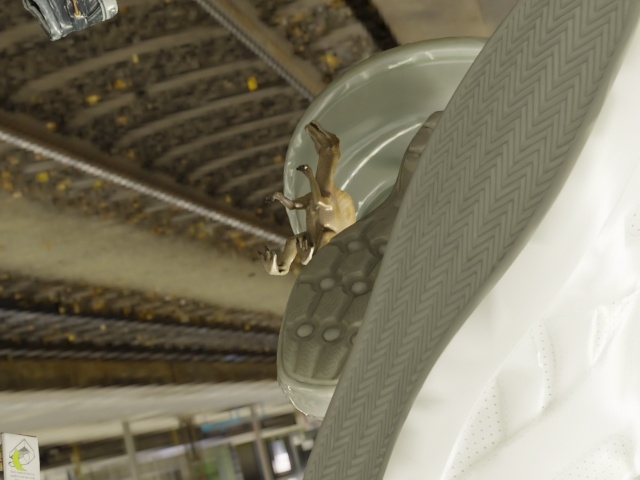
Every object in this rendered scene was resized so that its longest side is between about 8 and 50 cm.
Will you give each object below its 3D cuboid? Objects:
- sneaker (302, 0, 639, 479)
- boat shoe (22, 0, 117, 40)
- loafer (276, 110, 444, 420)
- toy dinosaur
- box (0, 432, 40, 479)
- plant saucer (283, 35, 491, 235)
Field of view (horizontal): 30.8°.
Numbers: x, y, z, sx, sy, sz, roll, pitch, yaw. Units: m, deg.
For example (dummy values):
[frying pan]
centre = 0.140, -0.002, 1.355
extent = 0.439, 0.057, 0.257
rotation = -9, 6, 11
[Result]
[sneaker]
centre = 0.113, 0.038, 0.467
extent = 0.169, 0.292, 0.108
rotation = 14, -155, -18
[boat shoe]
centre = -0.295, -0.307, 1.236
extent = 0.083, 0.183, 0.065
rotation = -30, -176, -19
[loafer]
centre = 0.069, 0.023, 0.822
extent = 0.112, 0.111, 0.319
rotation = 10, -141, 28
[toy dinosaur]
centre = 0.000, 0.000, 0.921
extent = 0.053, 0.183, 0.092
rotation = 10, -161, 36
[box]
centre = -0.286, 0.218, 0.832
extent = 0.207, 0.114, 0.036
rotation = -21, 155, 25
[plant saucer]
centre = 0.148, -0.001, 1.115
extent = 0.400, 0.400, 0.100
rotation = -20, -148, 33
